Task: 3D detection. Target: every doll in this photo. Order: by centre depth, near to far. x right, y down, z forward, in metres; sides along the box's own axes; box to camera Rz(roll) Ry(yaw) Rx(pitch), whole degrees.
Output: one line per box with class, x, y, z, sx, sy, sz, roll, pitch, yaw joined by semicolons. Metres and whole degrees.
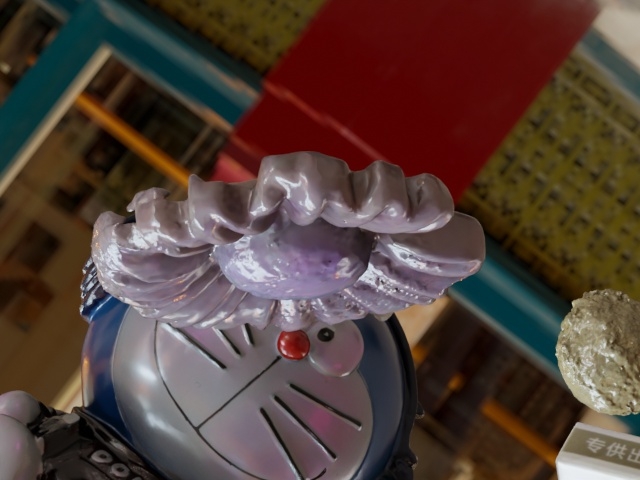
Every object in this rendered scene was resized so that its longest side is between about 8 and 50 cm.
doll;-0.078;0.126;1.166;0.284;0.310;0.240;42;166;1

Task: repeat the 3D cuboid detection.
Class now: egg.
egg;0.304;0.118;1.755;0.116;0.118;0.140;63;-164;-59

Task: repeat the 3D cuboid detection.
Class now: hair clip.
hair clip;0.002;0.007;0.834;0.300;0.173;0.069;8;-110;-75

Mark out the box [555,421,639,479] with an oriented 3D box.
box;0.196;0.140;0.688;0.198;0.029;0.109;12;136;28
